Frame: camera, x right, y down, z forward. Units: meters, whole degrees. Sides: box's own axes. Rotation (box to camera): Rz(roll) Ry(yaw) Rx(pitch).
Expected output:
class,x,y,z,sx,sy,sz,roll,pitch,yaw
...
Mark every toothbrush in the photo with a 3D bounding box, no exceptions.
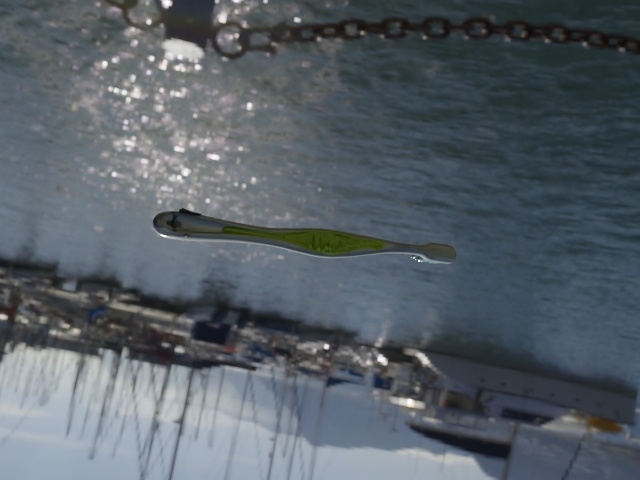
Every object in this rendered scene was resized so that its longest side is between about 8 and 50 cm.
class,x,y,z,sx,sy,sz,roll,pitch,yaw
toothbrush,0.000,0.000,0.659,0.263,0.022,0.026,7,166,-35
